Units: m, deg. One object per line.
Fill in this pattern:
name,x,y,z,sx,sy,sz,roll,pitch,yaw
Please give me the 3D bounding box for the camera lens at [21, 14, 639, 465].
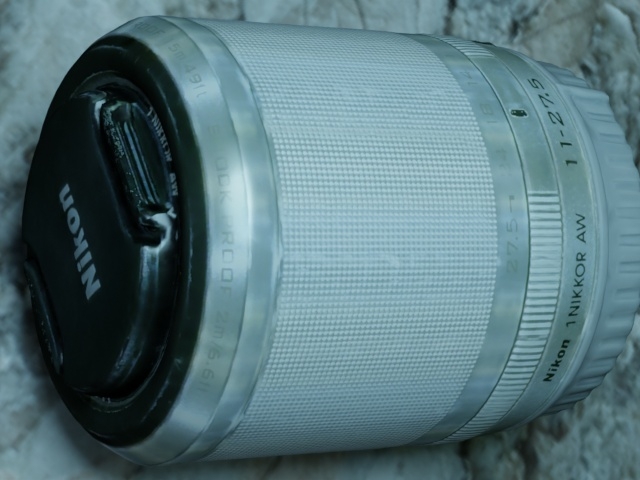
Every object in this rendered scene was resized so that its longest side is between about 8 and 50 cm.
camera lens,0.000,0.000,0.951,0.274,0.219,0.219,0,67,-32
